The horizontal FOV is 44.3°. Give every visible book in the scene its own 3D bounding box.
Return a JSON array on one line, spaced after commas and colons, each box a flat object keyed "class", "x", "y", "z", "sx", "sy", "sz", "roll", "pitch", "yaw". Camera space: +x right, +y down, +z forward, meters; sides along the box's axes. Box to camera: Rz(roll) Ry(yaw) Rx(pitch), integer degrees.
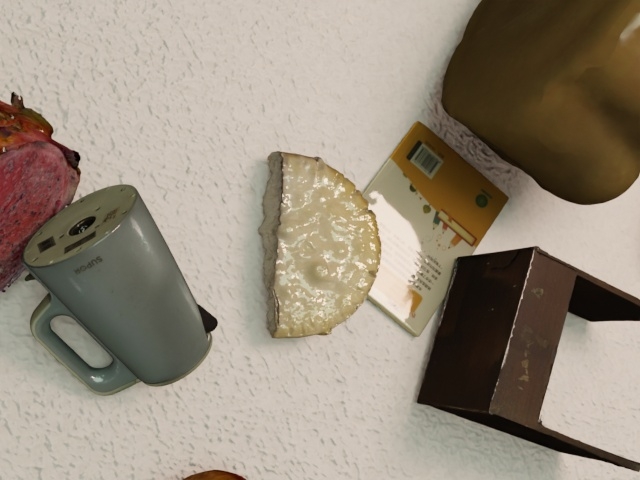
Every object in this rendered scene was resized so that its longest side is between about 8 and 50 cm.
[{"class": "book", "x": 0.156, "y": -0.023, "z": 1.269, "sx": 0.208, "sy": 0.020, "sz": 0.295, "roll": 40, "pitch": 71, "yaw": -8}]

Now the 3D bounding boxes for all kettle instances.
[{"class": "kettle", "x": -0.268, "y": 0.084, "z": 1.013, "sx": 0.211, "sy": 0.160, "sz": 0.243, "roll": -29, "pitch": 120, "yaw": -4}]

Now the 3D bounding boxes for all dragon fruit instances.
[{"class": "dragon fruit", "x": -0.486, "y": -0.071, "z": 0.948, "sx": 0.263, "sy": 0.314, "sz": 0.296, "roll": 32, "pitch": 95, "yaw": 5}]

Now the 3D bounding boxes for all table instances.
[{"class": "table", "x": 0.342, "y": 0.180, "z": 1.200, "sx": 0.282, "sy": 0.196, "sz": 0.250, "roll": 23, "pitch": 74, "yaw": -20}]

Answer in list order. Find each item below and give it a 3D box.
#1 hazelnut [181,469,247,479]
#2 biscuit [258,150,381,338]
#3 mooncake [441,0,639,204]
[{"class": "hazelnut", "x": -0.139, "y": 0.391, "z": 1.018, "sx": 0.182, "sy": 0.182, "sz": 0.182, "roll": 3, "pitch": 79, "yaw": -18}, {"class": "biscuit", "x": 0.000, "y": 0.000, "z": 1.162, "sx": 0.179, "sy": 0.084, "sz": 0.281, "roll": -3, "pitch": 79, "yaw": -6}, {"class": "mooncake", "x": 0.419, "y": -0.292, "z": 1.189, "sx": 0.262, "sy": 0.467, "sz": 0.467, "roll": 35, "pitch": 71, "yaw": -25}]
